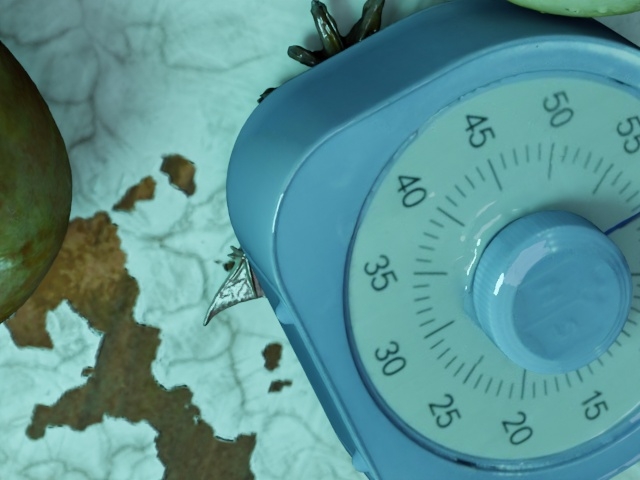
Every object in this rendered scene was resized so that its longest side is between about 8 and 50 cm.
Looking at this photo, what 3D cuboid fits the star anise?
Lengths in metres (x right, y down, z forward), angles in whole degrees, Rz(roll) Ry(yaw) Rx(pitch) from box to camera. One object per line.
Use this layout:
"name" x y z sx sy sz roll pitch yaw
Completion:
"star anise" 0.022 -0.117 1.411 0.141 0.042 0.141 -4 108 -12

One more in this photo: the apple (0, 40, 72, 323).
"apple" -0.322 -0.057 1.264 0.301 0.301 0.302 -3 107 -10

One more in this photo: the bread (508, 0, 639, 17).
"bread" 0.171 -0.302 1.309 0.305 0.159 0.306 0 98 2

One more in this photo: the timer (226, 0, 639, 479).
"timer" 0.151 0.006 1.383 0.394 0.173 0.395 -6 112 -16

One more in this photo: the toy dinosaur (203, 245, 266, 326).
"toy dinosaur" 0.001 0.000 1.450 0.220 0.032 0.108 -37 106 -10
